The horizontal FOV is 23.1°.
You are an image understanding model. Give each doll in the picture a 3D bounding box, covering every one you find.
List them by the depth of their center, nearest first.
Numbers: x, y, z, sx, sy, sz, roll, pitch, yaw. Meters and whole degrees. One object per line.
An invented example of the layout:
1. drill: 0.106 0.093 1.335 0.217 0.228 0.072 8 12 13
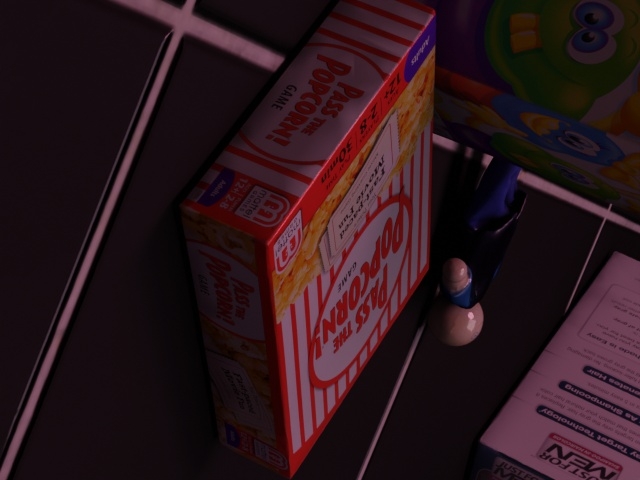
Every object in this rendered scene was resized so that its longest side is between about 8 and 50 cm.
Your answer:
1. doll: 0.105 -0.009 0.994 0.129 0.046 0.189 -56 167 -55

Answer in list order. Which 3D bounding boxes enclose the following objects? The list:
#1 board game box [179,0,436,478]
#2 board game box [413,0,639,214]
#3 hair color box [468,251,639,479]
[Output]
1. board game box: 0.000 0.000 0.724 0.146 0.045 0.193 -55 158 -30
2. board game box: 0.181 -0.087 0.752 0.142 0.275 0.144 -65 161 -6
3. hair color box: 0.283 0.164 1.482 0.347 0.174 0.105 -44 152 -48
